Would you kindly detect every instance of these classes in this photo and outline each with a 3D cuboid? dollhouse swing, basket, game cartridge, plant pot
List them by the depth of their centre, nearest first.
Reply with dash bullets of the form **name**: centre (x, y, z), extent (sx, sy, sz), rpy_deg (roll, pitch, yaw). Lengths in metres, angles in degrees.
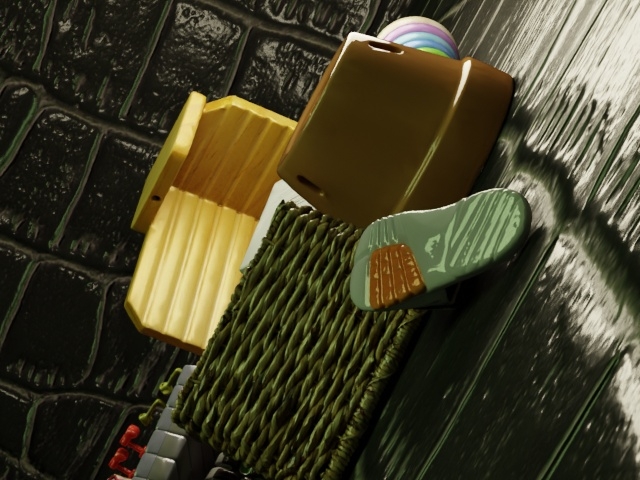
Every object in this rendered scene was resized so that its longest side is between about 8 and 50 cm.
- **basket**: centre (0.015, 0.143, 1.570), extent (0.299, 0.223, 0.213), rpy_deg (-63, -27, -10)
- **plant pot**: centre (0.078, -0.122, 1.709), extent (0.291, 0.203, 0.291), rpy_deg (-62, 5, 10)
- **game cartridge**: centre (-0.190, 0.363, 1.845), extent (0.355, 0.068, 0.230), rpy_deg (89, -159, -46)
- **dollhouse swing**: centre (-0.130, -0.006, 2.344), extent (0.315, 0.346, 0.305), rpy_deg (-57, 17, 38)

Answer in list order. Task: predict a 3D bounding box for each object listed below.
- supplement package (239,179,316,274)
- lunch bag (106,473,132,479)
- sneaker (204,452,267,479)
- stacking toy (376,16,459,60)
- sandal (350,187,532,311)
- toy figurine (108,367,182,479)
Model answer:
- **supplement package**: centre (0.000, 0.000, 1.951), extent (0.133, 0.139, 0.244), rpy_deg (-28, 22, 25)
- **lunch bag**: centre (-0.302, 0.501, 2.170), extent (0.258, 0.120, 0.293), rpy_deg (-62, 27, 9)
- **sneaker**: centre (-0.103, 0.332, 1.805), extent (0.281, 0.106, 0.162), rpy_deg (-62, -8, -16)
- **stacking toy**: centre (0.146, -0.226, 1.992), extent (0.141, 0.141, 0.330), rpy_deg (-60, 10, 17)
- **sandal**: centre (0.125, 0.021, 1.332), extent (0.265, 0.076, 0.102), rpy_deg (-16, 57, 53)
- **toy figurine**: centre (-0.232, 0.345, 2.385), extent (0.363, 0.191, 0.217), rpy_deg (-59, 2, 20)
